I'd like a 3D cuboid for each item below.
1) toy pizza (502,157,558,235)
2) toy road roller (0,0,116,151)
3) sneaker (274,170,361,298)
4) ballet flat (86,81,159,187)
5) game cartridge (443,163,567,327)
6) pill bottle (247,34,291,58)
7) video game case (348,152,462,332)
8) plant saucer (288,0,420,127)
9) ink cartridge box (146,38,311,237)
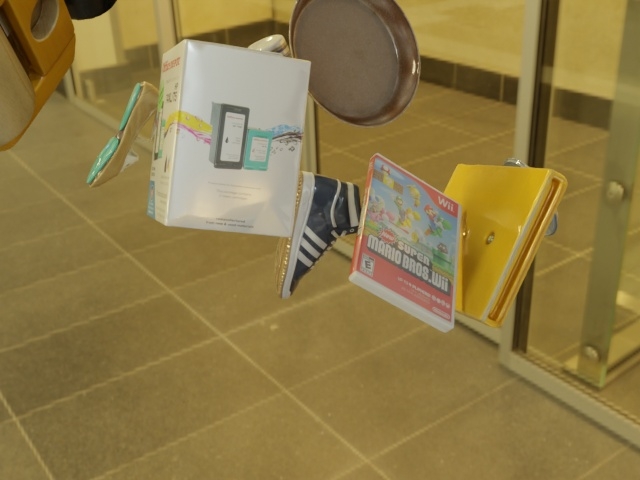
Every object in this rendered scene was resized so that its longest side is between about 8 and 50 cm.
[{"bbox_3d":[0.480,-0.102,1.813,0.032,0.201,0.201,-29,32,-8],"label":"toy pizza"},{"bbox_3d":[-0.385,-0.283,0.854,0.241,0.202,0.329,20,69,6],"label":"toy road roller"},{"bbox_3d":[0.000,0.000,1.611,0.153,0.282,0.099,5,27,-17],"label":"sneaker"},{"bbox_3d":[-0.369,-0.192,1.546,0.073,0.232,0.080,27,6,-28],"label":"ballet flat"},{"bbox_3d":[0.290,-0.004,1.480,0.053,0.285,0.324,26,-2,-19],"label":"game cartridge"},{"bbox_3d":[-0.098,-0.380,1.852,0.094,0.169,0.094,-18,28,10],"label":"pill bottle"},{"bbox_3d":[0.155,-0.001,1.383,0.204,0.025,0.285,29,47,-19],"label":"video game case"},{"bbox_3d":[0.063,-0.370,1.581,0.311,0.310,0.050,-20,4,-32],"label":"plant saucer"},{"bbox_3d":[-0.149,-0.155,1.250,0.197,0.270,0.198,5,4,-21],"label":"ink cartridge box"}]
